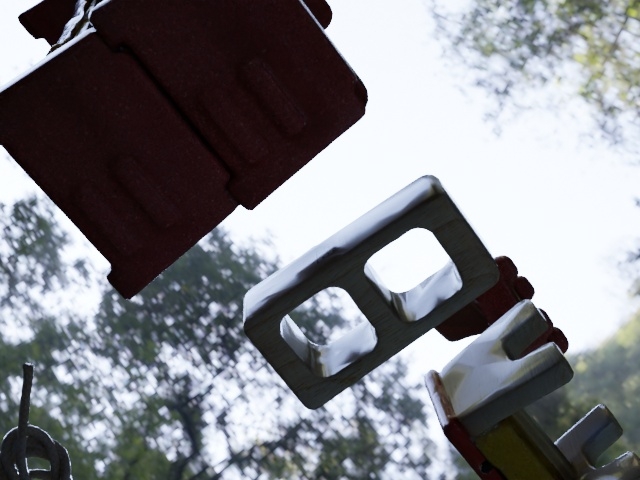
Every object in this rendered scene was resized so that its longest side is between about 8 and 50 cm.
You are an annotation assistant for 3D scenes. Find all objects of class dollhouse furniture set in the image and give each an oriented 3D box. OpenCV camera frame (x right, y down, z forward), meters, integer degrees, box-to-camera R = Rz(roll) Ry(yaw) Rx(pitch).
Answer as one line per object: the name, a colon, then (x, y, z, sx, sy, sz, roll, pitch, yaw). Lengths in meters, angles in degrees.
dollhouse furniture set: (0.000, 0.000, 0.664, 0.152, 0.201, 0.374, -35, -70, 10)

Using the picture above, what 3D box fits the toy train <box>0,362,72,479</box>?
toy train: (-0.107, 0.194, 0.623, 0.143, 0.105, 0.248, 28, -123, -64)
